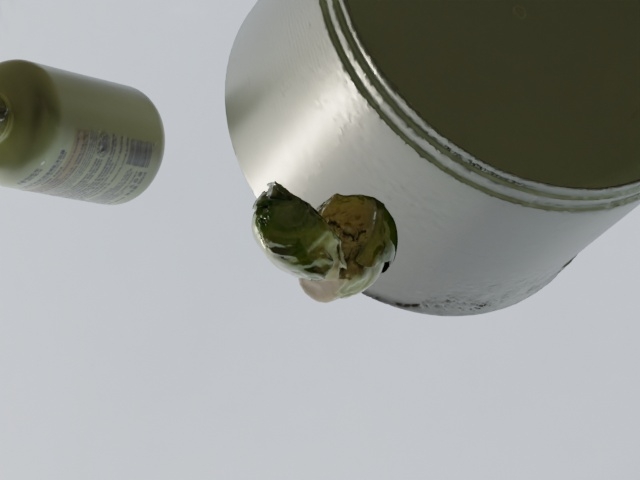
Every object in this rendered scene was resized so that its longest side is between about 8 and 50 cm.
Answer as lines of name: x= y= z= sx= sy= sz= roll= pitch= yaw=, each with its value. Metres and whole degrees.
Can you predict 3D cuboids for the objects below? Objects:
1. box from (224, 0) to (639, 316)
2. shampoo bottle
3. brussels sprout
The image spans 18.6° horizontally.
box: x=0.080 y=-0.091 z=1.026 sx=0.226 sy=0.149 sz=0.226 roll=10 pitch=-118 yaw=-20
shampoo bottle: x=-0.171 y=-0.068 z=1.203 sx=0.079 sy=0.079 sz=0.162 roll=35 pitch=-166 yaw=32
brussels sprout: x=0.000 y=0.001 z=0.877 sx=0.046 sy=0.083 sz=0.051 roll=-20 pitch=-106 yaw=37
